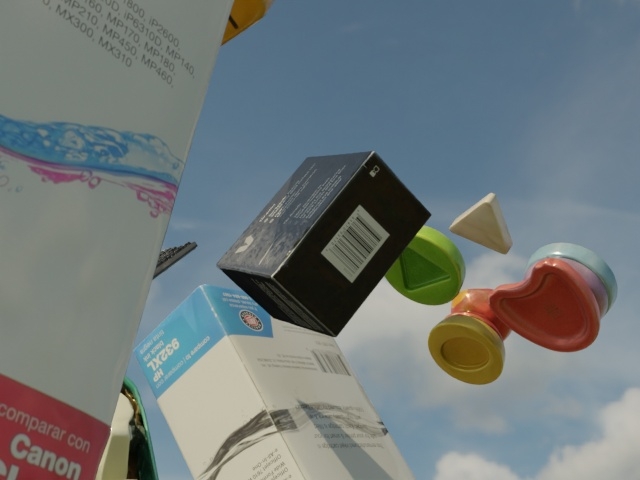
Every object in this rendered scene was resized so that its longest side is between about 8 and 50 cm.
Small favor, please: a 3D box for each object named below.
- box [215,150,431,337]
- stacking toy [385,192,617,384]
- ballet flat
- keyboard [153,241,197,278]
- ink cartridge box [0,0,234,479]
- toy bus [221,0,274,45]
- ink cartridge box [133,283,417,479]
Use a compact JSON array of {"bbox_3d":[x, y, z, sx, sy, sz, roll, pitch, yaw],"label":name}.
[{"bbox_3d":[0.000,0.000,0.981,0.093,0.156,0.158,45,-15,-20],"label":"box"},{"bbox_3d":[0.253,0.045,1.435,0.309,0.130,0.279,-26,-73,47],"label":"stacking toy"},{"bbox_3d":[-0.149,0.180,0.704,0.083,0.247,0.087,-4,-53,-20],"label":"ballet flat"},{"bbox_3d":[-0.266,0.051,1.473,0.108,0.180,0.023,-25,-81,33],"label":"keyboard"},{"bbox_3d":[-0.184,-0.010,0.453,0.226,0.306,0.131,-10,-35,38],"label":"ink cartridge box"},{"bbox_3d":[-0.161,-0.343,0.918,0.130,0.108,0.332,-27,-67,27],"label":"toy bus"},{"bbox_3d":[-0.037,0.215,1.099,0.129,0.307,0.223,-42,-29,19],"label":"ink cartridge box"}]
